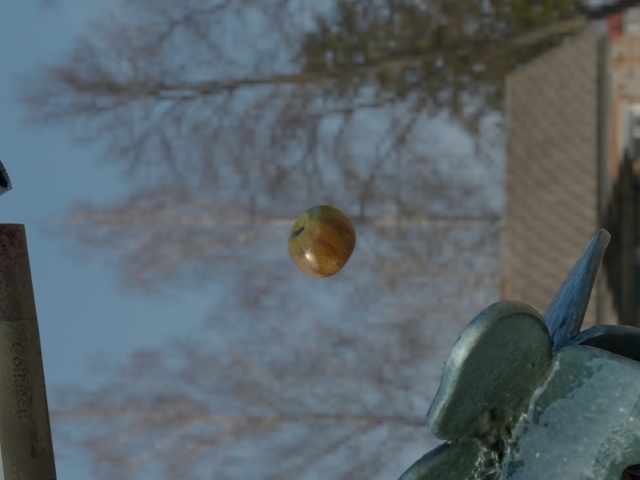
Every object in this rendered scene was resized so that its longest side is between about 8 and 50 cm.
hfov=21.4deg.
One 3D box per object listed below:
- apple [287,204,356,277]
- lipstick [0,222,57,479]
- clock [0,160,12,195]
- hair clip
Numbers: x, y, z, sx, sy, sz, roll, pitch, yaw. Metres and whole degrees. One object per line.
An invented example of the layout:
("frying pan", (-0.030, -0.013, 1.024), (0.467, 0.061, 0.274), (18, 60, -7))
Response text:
("apple", (0.000, 0.000, 1.953), (0.071, 0.084, 0.084), (36, -139, -20))
("lipstick", (-0.316, 0.144, 1.674), (0.066, 0.068, 0.317), (-1, -100, -45))
("clock", (-0.349, -0.119, 1.470), (0.215, 0.042, 0.215), (55, 180, 0))
("hair clip", (0.240, 0.207, 1.658), (0.318, 0.238, 0.392), (-60, -16, 23))
